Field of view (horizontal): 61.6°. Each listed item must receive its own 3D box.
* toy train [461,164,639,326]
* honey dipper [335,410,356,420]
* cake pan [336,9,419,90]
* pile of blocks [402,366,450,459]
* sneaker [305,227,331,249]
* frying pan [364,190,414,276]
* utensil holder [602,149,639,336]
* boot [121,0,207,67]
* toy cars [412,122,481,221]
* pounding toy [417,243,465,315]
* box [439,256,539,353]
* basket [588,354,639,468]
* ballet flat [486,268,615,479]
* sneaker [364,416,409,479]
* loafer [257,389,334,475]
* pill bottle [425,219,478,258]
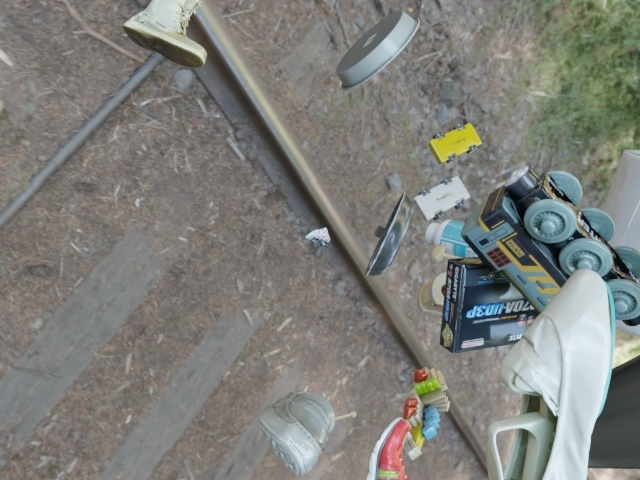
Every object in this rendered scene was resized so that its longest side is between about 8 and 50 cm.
[{"bbox_3d":[0.397,0.029,0.903,0.334,0.190,0.142,46,44,-8],"label":"toy train"},{"bbox_3d":[0.023,0.504,1.500,0.160,0.031,0.031,-14,123,5],"label":"honey dipper"},{"bbox_3d":[0.157,-0.563,1.572,0.054,0.293,0.293,43,70,-23],"label":"cake pan"},{"bbox_3d":[0.356,0.573,1.875,0.113,0.148,0.362,58,36,-26],"label":"pile of blocks"},{"bbox_3d":[0.000,0.000,1.672,0.098,0.038,0.069,-19,78,-46],"label":"sneaker"},{"bbox_3d":[0.138,0.012,1.181,0.326,0.053,0.197,104,12,-71],"label":"frying pan"},{"bbox_3d":[0.826,0.002,1.280,0.327,0.327,0.386,-13,117,-44],"label":"utensil holder"},{"bbox_3d":[-0.296,-0.467,1.142,0.165,0.213,0.077,-57,159,-15],"label":"boot"},{"bbox_3d":[0.392,-0.212,1.701,0.176,0.087,0.394,24,67,-12],"label":"toy cars"},{"bbox_3d":[0.369,0.145,1.431,0.269,0.155,0.154,49,56,4],"label":"pounding toy"},{"bbox_3d":[0.342,0.118,1.047,0.220,0.051,0.175,-2,104,-23],"label":"box"},{"bbox_3d":[0.518,0.284,0.873,0.154,0.226,0.205,-4,67,-44],"label":"basket"},{"bbox_3d":[0.298,0.233,0.724,0.139,0.139,0.401,5,93,-48],"label":"ballet flat"},{"bbox_3d":[0.178,0.572,1.289,0.107,0.118,0.279,42,63,-54],"label":"sneaker"},{"bbox_3d":[-0.033,0.293,0.873,0.111,0.319,0.112,-36,87,-11],"label":"loafer"},{"bbox_3d":[0.540,0.003,2.063,0.146,0.264,0.146,-23,122,-44],"label":"pill bottle"}]
